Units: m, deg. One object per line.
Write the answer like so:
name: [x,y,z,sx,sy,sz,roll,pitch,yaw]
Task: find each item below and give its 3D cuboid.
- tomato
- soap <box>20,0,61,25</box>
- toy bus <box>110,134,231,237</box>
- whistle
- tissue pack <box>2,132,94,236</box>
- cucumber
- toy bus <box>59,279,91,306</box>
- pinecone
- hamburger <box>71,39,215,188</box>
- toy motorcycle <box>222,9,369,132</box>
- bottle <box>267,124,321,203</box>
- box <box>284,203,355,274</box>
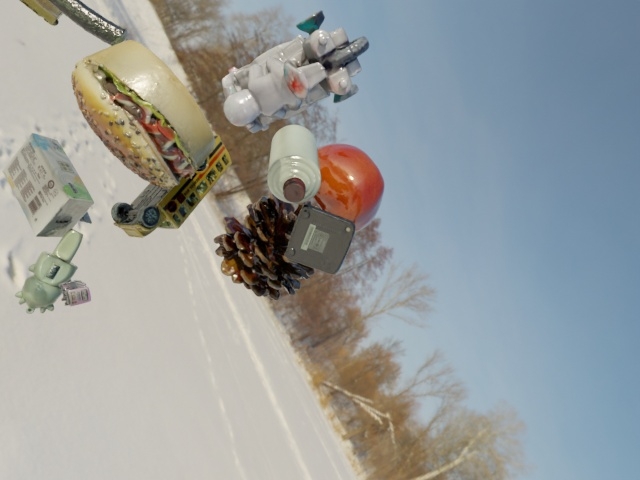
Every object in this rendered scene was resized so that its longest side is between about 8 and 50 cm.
tomato: [0.061,-0.143,1.239,0.260,0.180,0.260,56,-3,4]
soap: [-0.727,-0.671,1.199,0.076,0.135,0.233,-1,-32,49]
toy bus: [-0.363,-0.132,1.211,0.121,0.335,0.123,5,-40,33]
whistle: [-0.708,0.082,1.277,0.110,0.244,0.092,30,-11,-22]
tissue pack: [-0.715,-0.142,1.306,0.229,0.159,0.145,53,18,14]
cucumber: [-0.555,-0.527,1.114,0.214,0.058,0.052,33,33,-14]
toy bus: [-0.508,0.107,0.998,0.130,0.052,0.037,4,-75,57]
pinecone: [-0.141,-0.004,1.623,0.384,0.384,0.384,60,-8,15]
hamburger: [-0.350,-0.238,0.944,0.300,0.176,0.300,45,-13,13]
toy motorcycle: [-0.052,-0.201,0.631,0.260,0.171,0.110,15,-39,60]
bottle: [-0.053,-0.146,0.968,0.245,0.104,0.104,-96,166,-58]
box: [0.000,0.000,0.999,0.125,0.126,0.027,21,18,-2]
